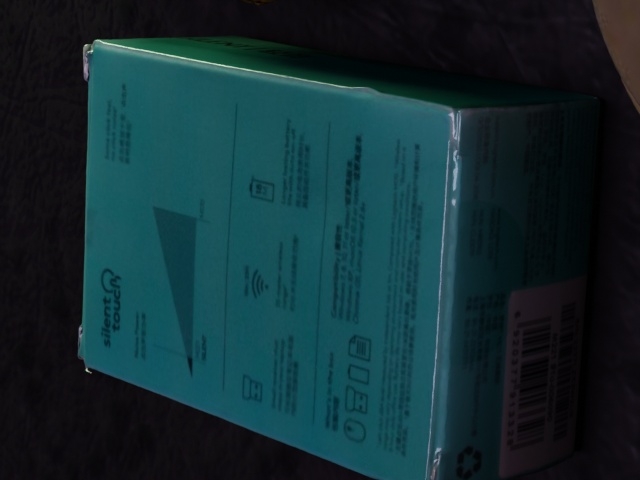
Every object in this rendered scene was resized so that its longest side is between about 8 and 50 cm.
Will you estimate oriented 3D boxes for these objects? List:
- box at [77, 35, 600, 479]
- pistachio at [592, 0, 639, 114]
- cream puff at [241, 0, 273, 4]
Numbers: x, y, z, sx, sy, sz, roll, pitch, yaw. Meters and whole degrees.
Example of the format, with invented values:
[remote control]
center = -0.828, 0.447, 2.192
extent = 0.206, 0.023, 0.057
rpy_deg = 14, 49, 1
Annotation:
[box]
center = 0.000, 0.000, 1.085
extent = 0.311, 0.118, 0.205
rpy_deg = 14, 104, 46
[pistachio]
center = 0.187, -0.117, 0.850
extent = 0.238, 0.153, 0.138
rpy_deg = 59, 175, 29
[cream puff]
center = -0.037, -0.217, 1.095
extent = 0.150, 0.115, 0.165
rpy_deg = 35, 130, 48
